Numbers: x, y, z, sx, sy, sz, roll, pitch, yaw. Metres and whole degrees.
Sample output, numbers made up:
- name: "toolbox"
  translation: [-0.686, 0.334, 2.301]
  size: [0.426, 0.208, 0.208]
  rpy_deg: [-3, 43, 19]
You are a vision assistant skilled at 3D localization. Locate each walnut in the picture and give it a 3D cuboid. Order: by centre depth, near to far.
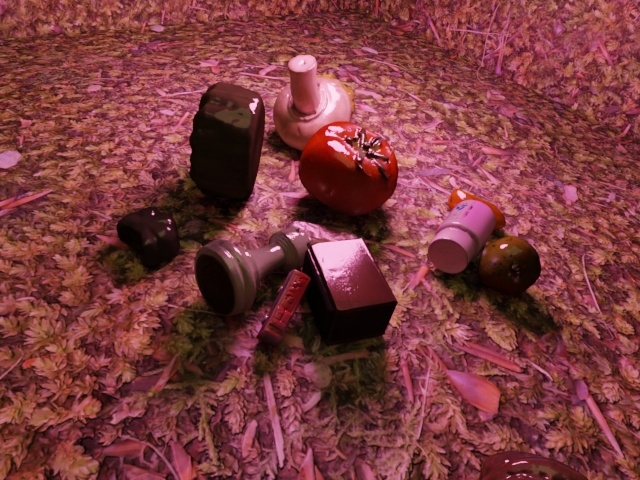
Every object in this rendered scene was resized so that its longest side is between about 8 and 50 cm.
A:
- name: "walnut"
  translation: [0.391, 0.492, 0.750]
  size: [0.224, 0.224, 0.224]
  rpy_deg: [6, 43, -6]

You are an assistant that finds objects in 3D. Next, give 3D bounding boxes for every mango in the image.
- name: "mango"
  translation: [0.559, -0.103, 1.481]
  size: [0.217, 0.102, 0.141]
  rpy_deg: [30, 22, 15]

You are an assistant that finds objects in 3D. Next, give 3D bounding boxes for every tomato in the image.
- name: "tomato"
  translation: [0.098, -0.225, 1.388]
  size: [0.341, 0.273, 0.342]
  rpy_deg: [15, 46, -16]

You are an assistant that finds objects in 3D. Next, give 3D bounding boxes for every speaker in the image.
- name: "speaker"
  translation: [0.068, 0.127, 1.087]
  size: [0.192, 0.153, 0.231]
  rpy_deg: [-7, 46, -18]

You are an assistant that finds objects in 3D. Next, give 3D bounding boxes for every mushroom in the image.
- name: "mushroom"
  translation: [-0.043, -0.536, 1.638]
  size: [0.314, 0.357, 0.315]
  rpy_deg: [-14, 19, 5]

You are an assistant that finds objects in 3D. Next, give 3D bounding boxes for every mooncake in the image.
- name: "mooncake"
  translation: [-0.481, -0.012, 1.151]
  size: [0.174, 0.104, 0.169]
  rpy_deg: [11, 49, 4]
- name: "mooncake"
  translation: [-0.292, -0.312, 1.323]
  size: [0.194, 0.357, 0.357]
  rpy_deg: [9, 43, -6]

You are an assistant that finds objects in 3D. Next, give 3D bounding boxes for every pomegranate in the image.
- name: "pomegranate"
  translation: [0.569, 0.072, 1.265]
  size: [0.179, 0.180, 0.209]
  rpy_deg: [21, 13, 9]

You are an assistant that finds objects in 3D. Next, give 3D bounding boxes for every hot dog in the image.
- name: "hot dog"
  translation: [0.000, 0.000, 1.271]
  size: [0.252, 0.069, 0.131]
  rpy_deg: [11, 52, 3]

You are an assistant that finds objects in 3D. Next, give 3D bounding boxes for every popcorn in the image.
- name: "popcorn"
  translation: [0.038, -0.632, 1.854]
  size: [0.256, 0.195, 0.255]
  rpy_deg: [32, 49, -6]

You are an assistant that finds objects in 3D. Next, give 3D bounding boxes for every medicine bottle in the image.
- name: "medicine bottle"
  translation: [0.453, -0.015, 1.325]
  size: [0.151, 0.152, 0.254]
  rpy_deg: [32, 47, 20]

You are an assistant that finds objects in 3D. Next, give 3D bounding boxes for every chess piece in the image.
- name: "chess piece"
  translation: [-0.160, 0.059, 1.099]
  size: [0.194, 0.195, 0.299]
  rpy_deg: [39, 41, 26]

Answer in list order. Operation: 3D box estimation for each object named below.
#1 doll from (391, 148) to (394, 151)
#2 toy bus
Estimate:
- name: "doll"
  translation: [0.166, -0.329, 1.637]
  size: [0.290, 0.086, 0.117]
  rpy_deg: [-7, 76, -17]
- name: "toy bus"
  translation: [-0.090, 0.166, 1.028]
  size: [0.065, 0.077, 0.192]
  rpy_deg: [29, 64, -6]
